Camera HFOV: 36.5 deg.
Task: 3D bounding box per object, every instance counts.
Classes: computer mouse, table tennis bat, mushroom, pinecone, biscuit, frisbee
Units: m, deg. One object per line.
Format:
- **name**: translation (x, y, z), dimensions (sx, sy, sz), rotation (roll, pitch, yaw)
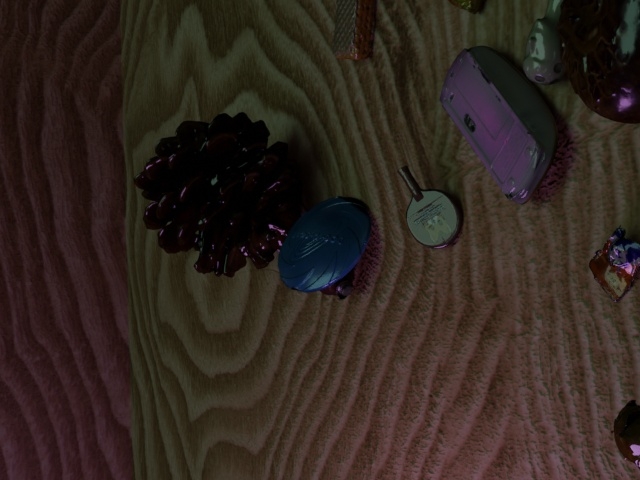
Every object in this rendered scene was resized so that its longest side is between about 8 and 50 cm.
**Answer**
- **computer mouse**: translation (0.303, -0.197, 1.629), dimensions (0.310, 0.072, 0.158), rotation (63, 142, 40)
- **table tennis bat**: translation (0.219, -0.070, 1.848), dimensions (0.107, 0.119, 0.170), rotation (-35, 80, 26)
- **mushroom**: translation (0.430, -0.307, 1.312), dimensions (0.278, 0.163, 0.297), rotation (4, 92, 61)
- **pinecone**: translation (-0.223, -0.095, 2.253), dimensions (0.398, 0.398, 0.397), rotation (-2, 88, 61)
- **biscuit**: translation (0.083, -0.572, 2.049), dimensions (0.094, 0.054, 0.378), rotation (21, 108, 59)
- **frisbee**: translation (0.000, 0.000, 2.072), dimensions (0.242, 0.045, 0.242), rotation (-23, 45, 26)

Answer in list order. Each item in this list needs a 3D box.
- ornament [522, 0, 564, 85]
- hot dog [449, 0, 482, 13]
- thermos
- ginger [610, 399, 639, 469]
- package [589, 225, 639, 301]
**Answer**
- **ornament**: translation (0.361, -0.323, 1.523), dimensions (0.075, 0.081, 0.156), rotation (30, 111, 53)
- **hot dog**: translation (0.232, -0.527, 1.741), dimensions (0.123, 0.093, 0.261), rotation (-44, 53, 52)
- **thermos**: translation (0.011, 0.049, 2.126), dimensions (0.232, 0.099, 0.124), rotation (47, 118, 52)
- **ginger**: translation (0.491, 0.232, 1.258), dimensions (0.309, 0.107, 0.133), rotation (-45, 28, 53)
- **package**: translation (0.437, 0.030, 1.429), dimensions (0.077, 0.033, 0.110), rotation (43, 144, 24)
